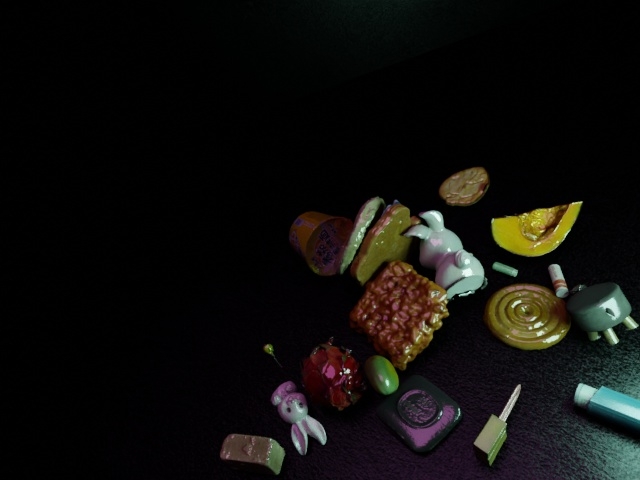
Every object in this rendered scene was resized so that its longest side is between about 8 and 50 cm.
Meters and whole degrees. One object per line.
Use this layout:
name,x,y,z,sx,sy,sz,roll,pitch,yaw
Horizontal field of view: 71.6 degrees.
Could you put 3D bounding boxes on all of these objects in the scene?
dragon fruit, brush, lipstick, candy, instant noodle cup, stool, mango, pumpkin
dragon fruit,0.027,0.440,1.451,0.274,0.192,0.193,14,33,35
brush,0.502,0.496,1.224,0.047,0.103,0.233,25,61,39
lipstick,0.792,0.134,1.479,0.039,0.038,0.130,-8,33,19
candy,-0.178,0.438,1.676,0.035,0.035,0.123,-38,51,-9
instant noodle cup,0.000,0.000,1.883,0.264,0.264,0.200,-40,34,-16
stool,0.834,0.205,1.320,0.153,0.139,0.228,-32,1,34
mango,0.191,0.426,1.392,0.092,0.130,0.194,-31,4,5
pumpkin,0.796,-0.029,1.627,0.313,0.148,0.169,-13,83,20

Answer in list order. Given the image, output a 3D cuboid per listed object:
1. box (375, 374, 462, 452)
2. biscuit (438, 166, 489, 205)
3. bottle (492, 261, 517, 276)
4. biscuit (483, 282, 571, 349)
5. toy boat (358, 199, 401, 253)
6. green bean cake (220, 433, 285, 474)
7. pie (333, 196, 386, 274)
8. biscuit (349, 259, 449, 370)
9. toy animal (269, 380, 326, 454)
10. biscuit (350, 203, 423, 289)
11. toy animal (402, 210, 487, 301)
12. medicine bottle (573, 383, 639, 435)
box,0.294,0.520,1.346,0.201,0.042,0.213,-38,42,-17
biscuit,0.643,-0.239,1.956,0.260,0.041,0.203,-45,42,-21
bottle,0.664,0.104,1.598,0.083,0.030,0.030,24,61,40
biscuit,0.671,0.240,1.452,0.262,0.037,0.261,-13,44,13
toy boat,0.255,-0.055,1.884,0.143,0.129,0.309,27,69,26
green bean cake,-0.212,0.670,1.392,0.179,0.109,0.085,-5,46,23
pie,0.141,-0.021,1.685,0.077,0.339,0.339,33,62,7
biscuit,0.272,0.245,1.542,0.318,0.110,0.312,-49,44,-2
toy animal,-0.075,0.561,1.427,0.104,0.130,0.221,-25,42,-21
biscuit,0.255,0.028,1.656,0.057,0.312,0.351,38,114,37
toy animal,0.449,0.056,1.605,0.183,0.247,0.309,-31,52,13
medicine bottle,0.789,0.461,1.134,0.259,0.079,0.124,20,59,40
